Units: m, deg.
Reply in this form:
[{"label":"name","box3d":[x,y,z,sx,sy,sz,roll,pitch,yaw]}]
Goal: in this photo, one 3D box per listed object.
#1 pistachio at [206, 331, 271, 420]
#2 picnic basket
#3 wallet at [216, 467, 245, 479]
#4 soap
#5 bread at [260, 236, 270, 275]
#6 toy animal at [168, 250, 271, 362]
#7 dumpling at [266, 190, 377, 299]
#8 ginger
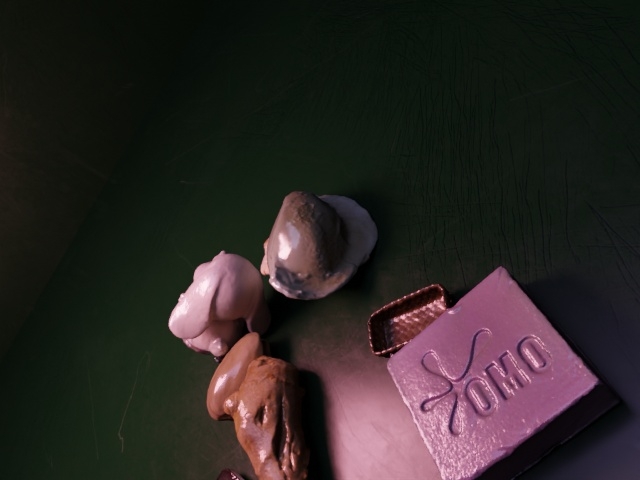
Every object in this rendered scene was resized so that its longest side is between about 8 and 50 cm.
[{"label":"pistachio","box3d":[-0.195,0.332,1.383,0.135,0.136,0.226,13,71,50]},{"label":"picnic basket","box3d":[0.187,0.168,1.160,0.193,0.054,0.110,-28,47,30]},{"label":"wallet","box3d":[-0.150,0.622,1.198,0.318,0.045,0.173,16,77,49]},{"label":"soap","box3d":[0.289,0.236,0.969,0.296,0.107,0.285,-44,38,13]},{"label":"bread","box3d":[-0.111,0.045,1.571,0.129,0.044,0.126,2,72,44]},{"label":"toy animal","box3d":[-0.257,0.168,1.429,0.249,0.289,0.174,-21,45,-15]},{"label":"dumpling","box3d":[-0.028,-0.002,1.385,0.269,0.211,0.321,-8,68,40]},{"label":"ginger","box3d":[-0.099,0.405,1.219,0.126,0.189,0.354,-62,37,41]}]
